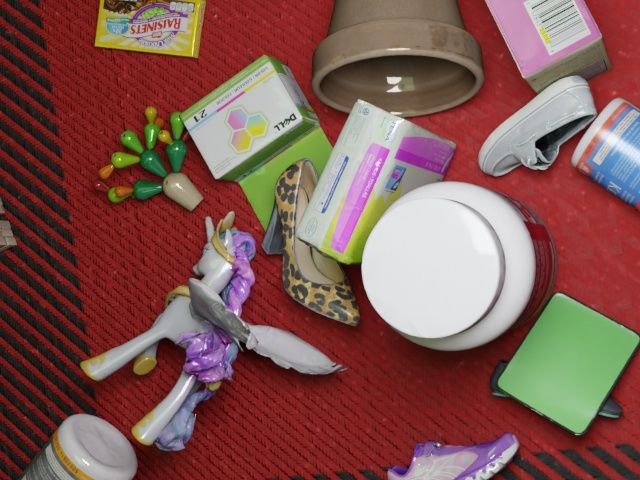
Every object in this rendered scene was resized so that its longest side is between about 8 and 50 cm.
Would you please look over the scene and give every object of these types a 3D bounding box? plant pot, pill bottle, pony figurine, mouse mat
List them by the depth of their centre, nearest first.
[{"bbox_3d":[0.198,0.035,1.377,0.229,0.408,0.229,0,90,19],"label":"pill bottle"},{"bbox_3d":[0.489,-0.099,1.425,0.221,0.124,0.124,38,102,17],"label":"pill bottle"},{"bbox_3d":[0.374,0.182,1.478,0.152,0.007,0.189,30,74,24],"label":"mouse mat"},{"bbox_3d":[0.115,-0.339,1.505,0.263,0.263,0.229,-4,77,20],"label":"plant pot"},{"bbox_3d":[-0.182,0.158,1.592,0.363,0.303,0.351,-51,50,0],"label":"pony figurine"},{"bbox_3d":[-0.464,0.457,1.741,0.162,0.162,0.278,44,103,15],"label":"pill bottle"}]

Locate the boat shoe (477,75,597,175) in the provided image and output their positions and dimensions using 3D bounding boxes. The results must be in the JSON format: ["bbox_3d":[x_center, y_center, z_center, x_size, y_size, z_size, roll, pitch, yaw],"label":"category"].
[{"bbox_3d":[0.321,-0.150,1.464,0.227,0.079,0.081,-45,54,46],"label":"boat shoe"}]

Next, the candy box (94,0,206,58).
[{"bbox_3d":[-0.308,-0.390,1.765,0.206,0.027,0.105,9,96,20],"label":"candy box"}]

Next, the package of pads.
[{"bbox_3d":[0.091,-0.072,1.475,0.101,0.296,0.229,27,99,21],"label":"package of pads"}]

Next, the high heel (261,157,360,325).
[{"bbox_3d":[0.000,0.000,1.554,0.261,0.093,0.186,46,129,36],"label":"high heel"}]

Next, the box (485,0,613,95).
[{"bbox_3d":[0.319,-0.334,1.425,0.117,0.243,0.213,-27,80,17],"label":"box"}]

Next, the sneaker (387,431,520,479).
[{"bbox_3d":[0.200,0.355,1.546,0.236,0.095,0.104,-34,71,17],"label":"sneaker"}]

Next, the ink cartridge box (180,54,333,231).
[{"bbox_3d":[-0.086,-0.150,1.646,0.189,0.097,0.255,-33,79,16],"label":"ink cartridge box"}]

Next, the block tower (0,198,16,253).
[{"bbox_3d":[-0.690,-0.129,1.866,0.097,0.091,0.335,-25,82,17],"label":"block tower"}]

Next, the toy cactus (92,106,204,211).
[{"bbox_3d":[-0.283,-0.123,1.729,0.180,0.112,0.219,44,101,-4],"label":"toy cactus"}]

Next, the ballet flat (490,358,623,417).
[{"bbox_3d":[0.361,0.219,1.499,0.203,0.074,0.074,8,92,22],"label":"ballet flat"}]
